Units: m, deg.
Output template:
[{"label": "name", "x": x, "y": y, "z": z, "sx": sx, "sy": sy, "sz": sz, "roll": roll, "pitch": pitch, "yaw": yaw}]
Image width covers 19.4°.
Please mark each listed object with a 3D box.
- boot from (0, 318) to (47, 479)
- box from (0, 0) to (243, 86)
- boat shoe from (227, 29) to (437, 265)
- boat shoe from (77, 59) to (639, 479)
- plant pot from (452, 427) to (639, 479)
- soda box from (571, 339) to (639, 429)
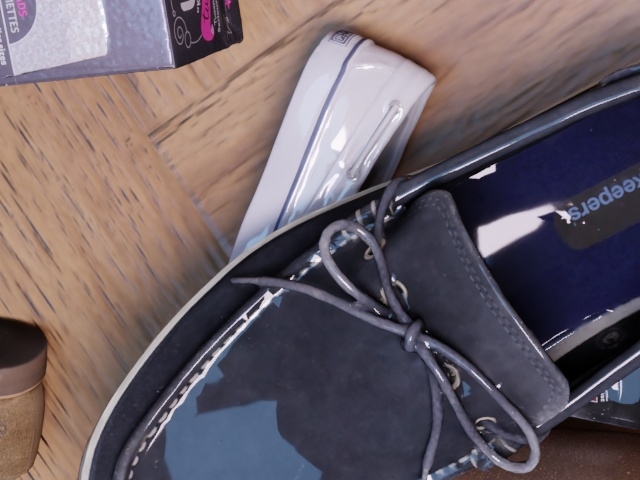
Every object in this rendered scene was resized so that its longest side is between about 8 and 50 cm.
[{"label": "boot", "x": -0.339, "y": 0.108, "z": 1.306, "sx": 0.305, "sy": 0.112, "sz": 0.115, "roll": 8, "pitch": 115, "yaw": 12}, {"label": "box", "x": -0.159, "y": -0.226, "z": 1.151, "sx": 0.163, "sy": 0.142, "sz": 0.247, "roll": -5, "pitch": 101, "yaw": 17}, {"label": "boat shoe", "x": 0.000, "y": 0.000, "z": 1.182, "sx": 0.084, "sy": 0.095, "sz": 0.258, "roll": 23, "pitch": 109, "yaw": 14}, {"label": "boat shoe", "x": 0.073, "y": 0.042, "z": 1.066, "sx": 0.500, "sy": 0.156, "sz": 0.186, "roll": -31, "pitch": 89, "yaw": 2}, {"label": "plant pot", "x": 0.166, "y": 0.200, "z": 1.138, "sx": 0.230, "sy": 0.215, "sz": 0.215, "roll": 19, "pitch": 108, "yaw": 27}, {"label": "soda box", "x": 0.129, "y": 0.072, "z": 1.179, "sx": 0.169, "sy": 0.060, "sz": 0.053, "roll": 10, "pitch": 103, "yaw": 14}]
